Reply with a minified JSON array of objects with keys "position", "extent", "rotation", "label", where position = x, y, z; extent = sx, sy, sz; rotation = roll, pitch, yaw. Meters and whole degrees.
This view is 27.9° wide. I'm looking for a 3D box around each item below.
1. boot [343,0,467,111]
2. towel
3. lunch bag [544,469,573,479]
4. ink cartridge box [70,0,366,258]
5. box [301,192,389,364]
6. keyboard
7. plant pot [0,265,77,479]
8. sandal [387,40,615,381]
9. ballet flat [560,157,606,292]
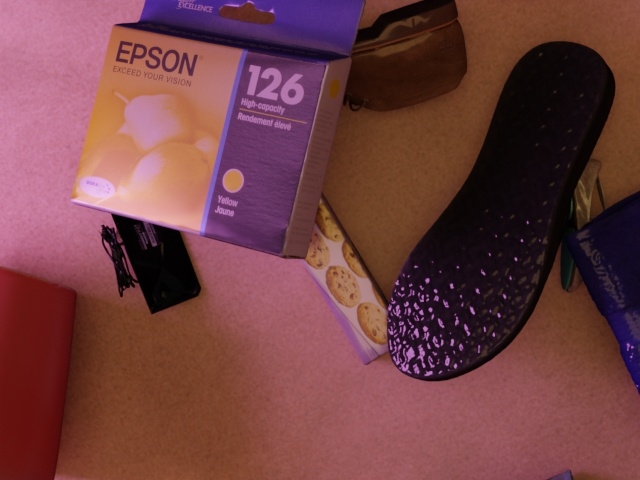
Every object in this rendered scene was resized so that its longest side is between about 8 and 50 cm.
[{"position":[0.029,-0.196,1.562],"extent":[0.305,0.112,0.115],"rotation":[-15,111,9],"label":"boot"},{"position":[0.442,0.082,1.528],"extent":[0.228,0.076,0.308],"rotation":[-25,88,-13],"label":"towel"},{"position":[0.235,0.389,1.483],"extent":[0.223,0.262,0.160],"rotation":[-27,90,6],"label":"lunch bag"},{"position":[-0.124,-0.158,1.502],"extent":[0.304,0.072,0.307],"rotation":[14,93,27],"label":"ink cartridge box"},{"position":[0.000,0.000,1.586],"extent":[0.067,0.063,0.324],"rotation":[-30,89,4],"label":"box"},{"position":[-0.230,-0.003,1.627],"extent":[0.100,0.038,0.192],"rotation":[-21,89,-18],"label":"keyboard"},{"position":[-0.417,0.150,1.538],"extent":[0.275,0.275,0.243],"rotation":[15,83,4],"label":"plant pot"},{"position":[0.233,-0.021,1.536],"extent":[0.167,0.107,0.445],"rotation":[25,83,35],"label":"sandal"},{"position":[0.322,-0.019,1.565],"extent":[0.052,0.057,0.168],"rotation":[0,92,-5],"label":"ballet flat"}]
